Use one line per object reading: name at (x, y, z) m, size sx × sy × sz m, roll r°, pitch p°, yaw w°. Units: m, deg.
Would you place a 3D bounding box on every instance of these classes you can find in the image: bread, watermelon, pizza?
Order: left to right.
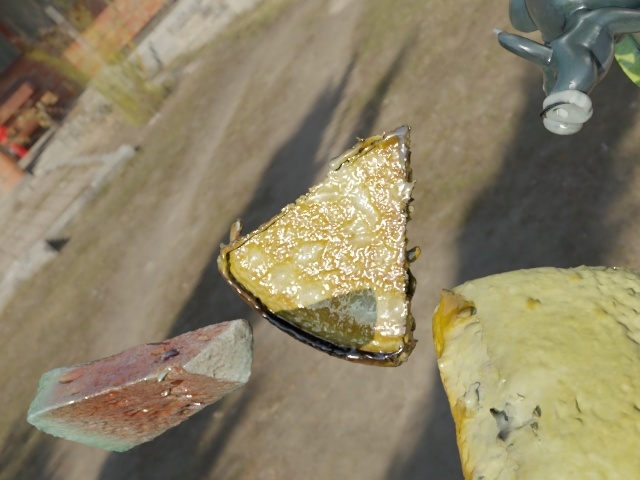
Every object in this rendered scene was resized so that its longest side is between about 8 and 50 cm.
watermelon at (-0.168, 0.135, 1.164) m, size 0.241 × 0.154 × 0.094 m, roll -21°, pitch 67°, yaw 30°
pizza at (0.000, 0.000, 1.396) m, size 0.074 × 0.251 × 0.288 m, roll -16°, pitch -70°, yaw -78°
bread at (0.245, 0.195, 1.144) m, size 0.165 × 0.236 × 0.375 m, roll 91°, pitch 175°, yaw -47°

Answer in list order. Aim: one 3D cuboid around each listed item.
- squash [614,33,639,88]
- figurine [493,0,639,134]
squash at (0.480, -0.263, 1.627) m, size 0.041 × 0.219 × 0.219 m, roll -47°, pitch 14°, yaw 39°
figurine at (0.245, -0.208, 1.167) m, size 0.265 × 0.140 × 0.193 m, roll -53°, pitch 3°, yaw -34°
